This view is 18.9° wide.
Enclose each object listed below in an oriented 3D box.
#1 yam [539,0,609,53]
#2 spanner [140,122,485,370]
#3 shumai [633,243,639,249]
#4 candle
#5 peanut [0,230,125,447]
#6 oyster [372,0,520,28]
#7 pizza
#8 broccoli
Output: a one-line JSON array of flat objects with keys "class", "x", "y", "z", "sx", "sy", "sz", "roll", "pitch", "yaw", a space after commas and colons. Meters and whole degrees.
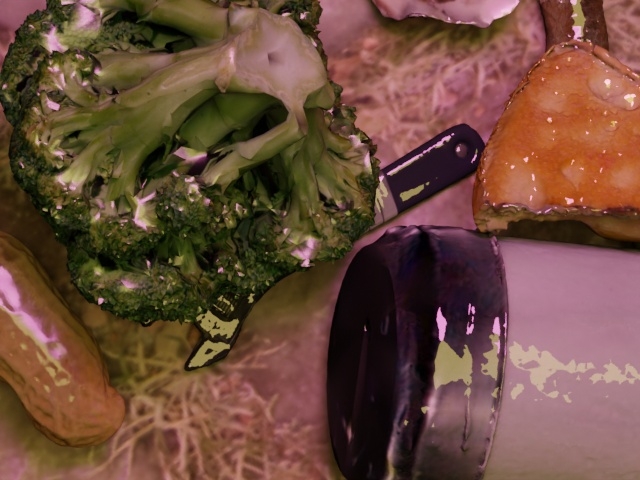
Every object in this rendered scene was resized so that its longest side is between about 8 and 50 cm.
[{"class": "yam", "x": 0.203, "y": -0.195, "z": 1.567, "sx": 0.061, "sy": 0.061, "sz": 0.253, "roll": -4, "pitch": 86, "yaw": -7}, {"class": "spanner", "x": 0.000, "y": 0.000, "z": 1.543, "sx": 0.316, "sy": 0.024, "sz": 0.087, "roll": -30, "pitch": 90, "yaw": -10}, {"class": "shumai", "x": 0.368, "y": -0.051, "z": 1.503, "sx": 0.272, "sy": 0.203, "sz": 0.222, "roll": 15, "pitch": 83, "yaw": -2}, {"class": "candle", "x": 0.188, "y": 0.106, "z": 1.459, "sx": 0.342, "sy": 0.221, "sz": 0.221, "roll": 5, "pitch": 84, "yaw": -10}, {"class": "peanut", "x": -0.225, "y": 0.077, "z": 1.474, "sx": 0.093, "sy": 0.083, "sz": 0.194, "roll": -34, "pitch": 88, "yaw": -23}, {"class": "oyster", "x": 0.086, "y": -0.300, "z": 1.539, "sx": 0.275, "sy": 0.100, "sz": 0.271, "roll": -9, "pitch": 87, "yaw": 6}, {"class": "pizza", "x": 0.206, "y": -0.043, "z": 1.452, "sx": 0.188, "sy": 0.080, "sz": 0.204, "roll": 31, "pitch": 53, "yaw": 17}, {"class": "broccoli", "x": -0.086, "y": -0.087, "z": 1.420, "sx": 0.308, "sy": 0.275, "sz": 0.308, "roll": 10, "pitch": 72, "yaw": -34}]
